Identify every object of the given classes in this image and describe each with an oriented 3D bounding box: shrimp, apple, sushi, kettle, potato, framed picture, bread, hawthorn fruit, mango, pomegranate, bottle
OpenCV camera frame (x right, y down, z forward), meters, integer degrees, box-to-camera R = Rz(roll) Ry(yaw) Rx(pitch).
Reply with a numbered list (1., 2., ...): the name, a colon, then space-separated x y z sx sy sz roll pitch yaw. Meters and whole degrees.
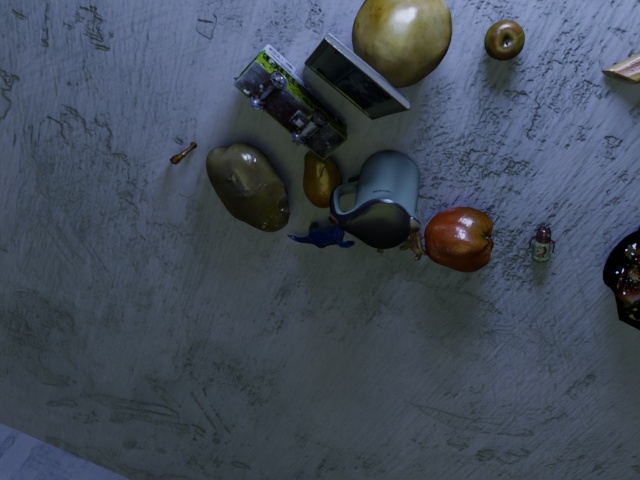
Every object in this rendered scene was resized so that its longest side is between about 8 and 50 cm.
1. shrimp: -0.393 -0.244 1.760 0.025 0.091 0.127 51 156 -18
2. apple: 0.414 -0.451 1.394 0.089 0.074 0.090 6 122 10
3. sushi: 0.848 0.073 1.575 0.212 0.216 0.227 28 147 1
4. kettle: 0.141 -0.100 1.591 0.240 0.255 0.165 2 127 11
5. potato: -0.194 -0.143 1.727 0.191 0.141 0.296 -25 117 31
6. framed picture: 0.077 -0.365 1.426 0.232 0.315 0.024 37 89 -11
7. bread: 0.692 -0.374 1.385 0.103 0.049 0.062 -23 81 28
8. hawthorn fruit: 0.369 -0.003 1.653 0.189 0.189 0.189 7 125 10
9. mango: 0.007 -0.166 1.691 0.115 0.089 0.165 15 123 15
10. pomegranate: 0.178 -0.456 1.372 0.232 0.233 0.233 7 125 10
11. bottle: 0.597 0.009 1.674 0.063 0.047 0.101 -1 122 5

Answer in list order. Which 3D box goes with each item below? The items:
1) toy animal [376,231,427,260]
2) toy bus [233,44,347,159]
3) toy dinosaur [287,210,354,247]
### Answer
1. toy animal: 0.205 -0.009 1.760 0.241 0.057 0.099 14 125 6
2. toy bus: -0.067 -0.346 1.561 0.301 0.139 0.113 39 125 -22
3. toy dinosaur: 0.000 0.000 1.743 0.247 0.188 0.075 -12 112 24
